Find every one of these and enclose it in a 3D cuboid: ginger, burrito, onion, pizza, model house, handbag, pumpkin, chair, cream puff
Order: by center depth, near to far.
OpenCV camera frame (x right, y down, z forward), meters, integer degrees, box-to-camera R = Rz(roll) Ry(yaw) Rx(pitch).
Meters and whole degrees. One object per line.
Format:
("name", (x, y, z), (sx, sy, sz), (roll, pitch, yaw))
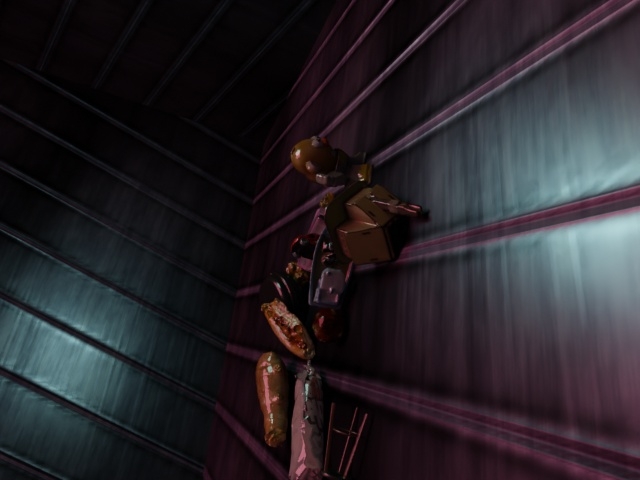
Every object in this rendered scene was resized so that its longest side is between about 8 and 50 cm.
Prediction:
("chair", (0.056, 0.555, 1.415), (0.104, 0.095, 0.222), (130, 152, -78))
("model house", (0.183, -0.029, 1.514), (0.278, 0.218, 0.205), (15, 46, 43))
("burrito", (-0.041, 0.574, 1.699), (0.139, 0.101, 0.446), (118, 160, -47))
("onion", (0.030, 0.279, 1.733), (0.118, 0.118, 0.117), (-43, 66, 60))
("pizza", (-0.132, 0.330, 2.037), (0.365, 0.073, 0.182), (45, 150, 40))
("ginger", (-0.207, 0.633, 2.081), (0.236, 0.166, 0.376), (-42, 29, 45))
("pumpkin", (0.023, -0.152, 2.221), (0.083, 0.053, 0.074), (-43, 39, 51))
("handbag", (-0.176, 0.262, 2.252), (0.254, 0.093, 0.308), (65, 150, 14))
("cream puff", (-0.094, 0.146, 2.253), (0.094, 0.122, 0.116), (-68, -23, -5))

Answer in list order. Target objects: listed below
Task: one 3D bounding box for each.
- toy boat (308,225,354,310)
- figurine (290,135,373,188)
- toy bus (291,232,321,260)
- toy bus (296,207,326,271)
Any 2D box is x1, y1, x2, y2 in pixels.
("toy boat", (0.049, 0.066, 1.776), (0.133, 0.145, 0.332), (166, 116, -82))
("figurine", (0.030, -0.278, 1.913), (0.342, 0.284, 0.167), (-139, 64, -73))
("toy bus", (-0.010, 0.027, 1.921), (0.089, 0.195, 0.081), (-89, 21, -48))
("toy bus", (0.000, 0.000, 2.072), (0.090, 0.112, 0.274), (-88, 20, -60))
